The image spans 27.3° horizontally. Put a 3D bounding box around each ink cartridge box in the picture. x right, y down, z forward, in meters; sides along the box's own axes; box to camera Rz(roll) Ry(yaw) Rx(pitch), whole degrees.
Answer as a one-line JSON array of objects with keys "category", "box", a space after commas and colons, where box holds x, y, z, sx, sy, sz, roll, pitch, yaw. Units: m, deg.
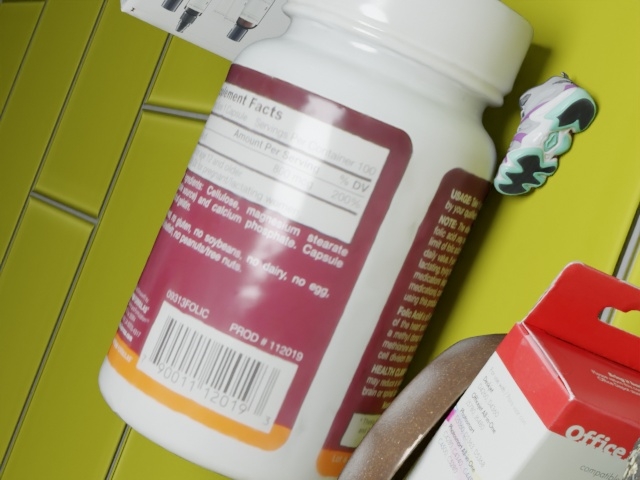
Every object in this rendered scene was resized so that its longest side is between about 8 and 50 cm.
[{"category": "ink cartridge box", "box": [0.141, 0.138, 0.773, 0.231, 0.134, 0.078, -57, 30, 20]}]

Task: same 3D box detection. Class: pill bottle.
[{"category": "pill bottle", "box": [0.000, -0.020, 1.026, 0.224, 0.224, 0.392, 31, 97, 61]}]

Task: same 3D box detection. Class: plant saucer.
[{"category": "plant saucer", "box": [0.065, 0.131, 0.866, 0.036, 0.198, 0.199, 40, 111, 17]}]

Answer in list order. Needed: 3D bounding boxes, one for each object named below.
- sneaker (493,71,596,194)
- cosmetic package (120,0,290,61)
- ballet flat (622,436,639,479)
[{"category": "sneaker", "box": [0.161, -0.084, 0.995, 0.098, 0.038, 0.069, -47, 33, 17]}, {"category": "cosmetic package", "box": [-0.062, -0.217, 1.246, 0.099, 0.239, 0.060, -48, 35, 32]}, {"category": "ballet flat", "box": [0.208, 0.259, 0.530, 0.182, 0.164, 0.483, 111, 166, -57]}]
